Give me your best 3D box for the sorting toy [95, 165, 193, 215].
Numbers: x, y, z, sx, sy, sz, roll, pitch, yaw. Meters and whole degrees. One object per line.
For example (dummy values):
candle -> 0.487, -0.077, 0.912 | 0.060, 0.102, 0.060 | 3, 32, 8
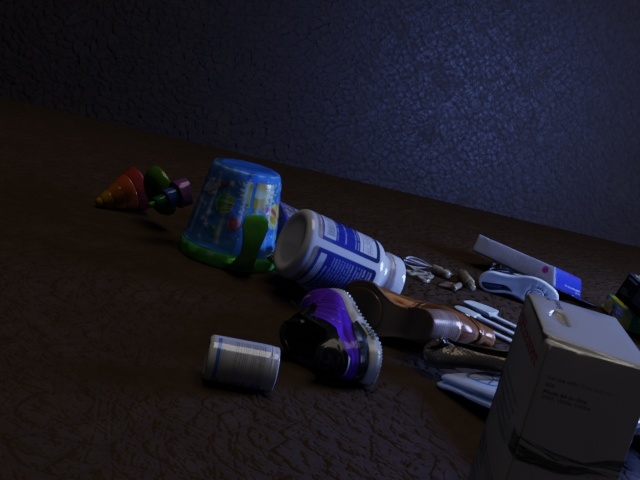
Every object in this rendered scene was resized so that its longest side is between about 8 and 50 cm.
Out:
sorting toy -> -0.447, -0.106, 1.977 | 0.126, 0.127, 0.365 | -24, 18, -32

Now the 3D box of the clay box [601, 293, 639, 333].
clay box -> 0.884, 0.209, 2.264 | 0.127, 0.053, 0.222 | 15, 14, -4

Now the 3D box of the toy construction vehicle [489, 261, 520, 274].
toy construction vehicle -> 0.552, 0.095, 2.447 | 0.098, 0.035, 0.086 | 26, 5, 26

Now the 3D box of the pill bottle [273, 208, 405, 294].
pill bottle -> 0.044, 0.048, 1.736 | 0.264, 0.153, 0.153 | 24, 7, -27

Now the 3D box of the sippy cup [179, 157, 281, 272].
sippy cup -> -0.193, -0.067, 1.879 | 0.305, 0.224, 0.240 | 23, 16, 31

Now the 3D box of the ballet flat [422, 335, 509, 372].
ballet flat -> 0.310, 0.206, 1.460 | 0.249, 0.058, 0.084 | 2, 0, 10

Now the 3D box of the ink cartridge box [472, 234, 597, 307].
ink cartridge box -> 0.648, 0.089, 2.423 | 0.175, 0.069, 0.371 | 20, 8, -46

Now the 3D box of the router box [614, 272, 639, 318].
router box -> 0.963, 0.212, 2.104 | 0.242, 0.081, 0.309 | 6, 32, -34

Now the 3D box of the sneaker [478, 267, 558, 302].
sneaker -> 0.552, 0.119, 2.226 | 0.216, 0.079, 0.121 | 17, 14, 17

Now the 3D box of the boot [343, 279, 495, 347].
boot -> 0.195, 0.156, 1.634 | 0.220, 0.109, 0.283 | 15, -7, -43

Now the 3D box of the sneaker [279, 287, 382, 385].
sneaker -> -0.008, 0.151, 1.417 | 0.146, 0.102, 0.293 | 8, 14, -22

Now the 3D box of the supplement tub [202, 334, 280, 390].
supplement tub -> -0.120, 0.185, 1.220 | 0.107, 0.071, 0.071 | 13, 13, -9

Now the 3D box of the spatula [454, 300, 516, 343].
spatula -> 0.410, 0.194, 1.884 | 0.242, 0.019, 0.168 | 24, 15, 38

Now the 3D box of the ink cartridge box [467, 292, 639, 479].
ink cartridge box -> 0.267, 0.232, 0.947 | 0.121, 0.289, 0.211 | 15, 13, 5

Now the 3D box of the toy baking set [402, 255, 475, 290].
toy baking set -> 0.324, 0.084, 2.235 | 0.196, 0.030, 0.256 | 14, 13, -1

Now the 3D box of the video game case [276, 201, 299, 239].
video game case -> 0.000, 0.000, 2.061 | 0.244, 0.061, 0.269 | 26, 9, -13

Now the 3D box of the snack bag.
snack bag -> 0.429, 0.273, 1.386 | 0.342, 0.037, 0.323 | 2, 6, -35

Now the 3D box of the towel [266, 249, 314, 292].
towel -> -0.043, 0.067, 1.809 | 0.152, 0.023, 0.113 | 38, 18, 6
